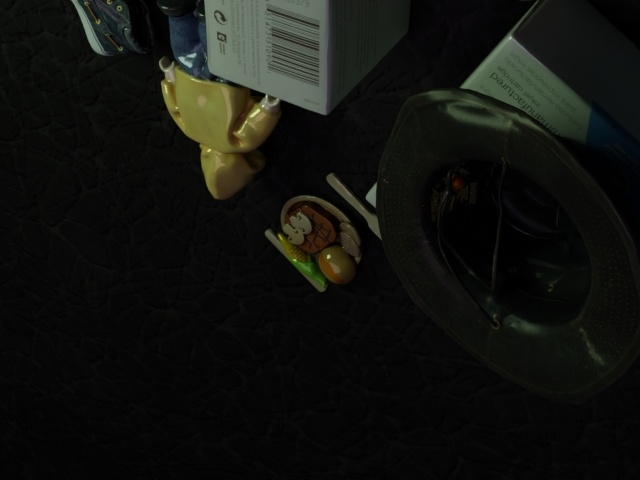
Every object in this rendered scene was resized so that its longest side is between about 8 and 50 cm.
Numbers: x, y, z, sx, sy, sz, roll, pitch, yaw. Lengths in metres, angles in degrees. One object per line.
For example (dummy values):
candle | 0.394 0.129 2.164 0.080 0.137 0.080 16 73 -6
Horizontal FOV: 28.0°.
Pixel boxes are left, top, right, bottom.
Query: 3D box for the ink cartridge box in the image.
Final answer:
ink cartridge box | 0.222 -0.081 1.349 0.223 0.129 0.307 41 140 0

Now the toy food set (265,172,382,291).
toy food set | 0.000 0.000 1.671 0.132 0.038 0.192 45 140 -3

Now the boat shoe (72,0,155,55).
boat shoe | -0.268 -0.312 1.594 0.083 0.065 0.183 5 135 34

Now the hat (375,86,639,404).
hat | 0.206 -0.012 1.219 0.331 0.134 0.331 32 135 39

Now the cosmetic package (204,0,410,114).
cosmetic package | -0.010 -0.257 1.336 0.151 0.184 0.151 22 136 21

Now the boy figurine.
boy figurine | -0.116 -0.172 1.571 0.177 0.092 0.285 14 134 29
